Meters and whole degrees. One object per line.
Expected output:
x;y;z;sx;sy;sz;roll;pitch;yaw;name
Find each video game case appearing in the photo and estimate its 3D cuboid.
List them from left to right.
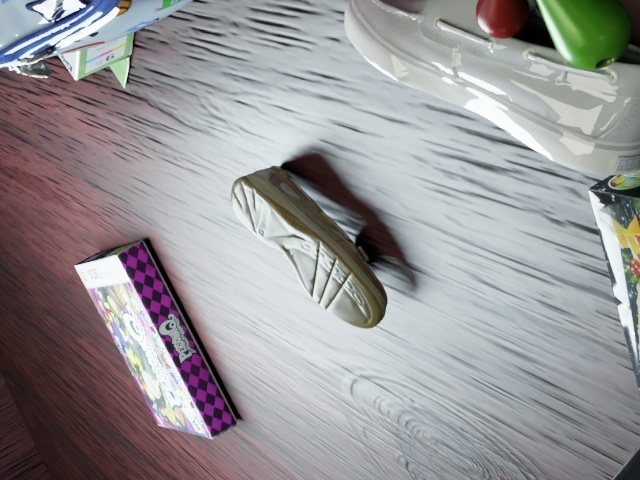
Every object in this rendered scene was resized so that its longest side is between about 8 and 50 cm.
-0.197;0.116;1.306;0.232;0.042;0.210;64;156;-8;video game case

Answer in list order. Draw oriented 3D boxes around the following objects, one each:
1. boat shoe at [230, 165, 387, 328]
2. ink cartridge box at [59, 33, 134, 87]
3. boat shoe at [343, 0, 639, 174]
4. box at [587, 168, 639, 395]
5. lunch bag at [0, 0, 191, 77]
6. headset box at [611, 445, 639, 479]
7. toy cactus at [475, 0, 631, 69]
-0.001;0.001;0.822;0.153;0.048;0.056;41;137;23;boat shoe
-0.210;-0.213;0.953;0.109;0.062;0.209;54;155;12;ink cartridge box
0.082;-0.096;0.533;0.184;0.066;0.063;41;135;40;boat shoe
0.214;0.081;0.490;0.159;0.044;0.233;15;129;57;box
-0.204;-0.265;0.757;0.243;0.115;0.303;-8;101;46;lunch bag
0.239;0.179;0.364;0.283;0.131;0.246;-14;108;51;headset box
0.050;-0.165;0.396;0.112;0.180;0.219;-123;20;-61;toy cactus
